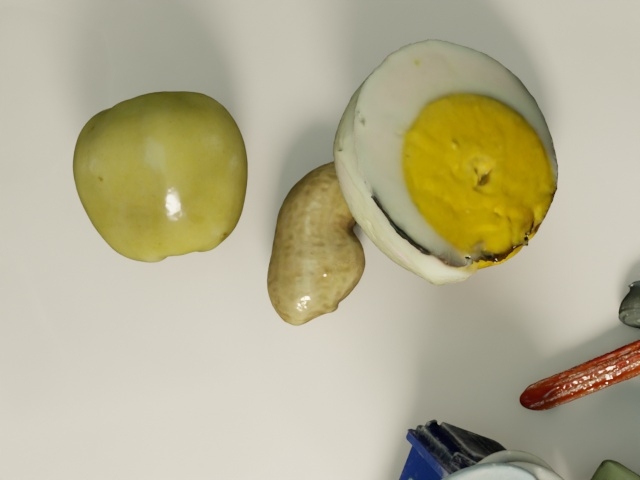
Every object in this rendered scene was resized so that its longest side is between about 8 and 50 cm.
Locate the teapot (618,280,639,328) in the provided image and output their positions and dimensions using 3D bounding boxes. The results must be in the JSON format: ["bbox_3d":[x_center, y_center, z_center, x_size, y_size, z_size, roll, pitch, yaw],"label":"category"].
[{"bbox_3d":[0.449,0.088,1.326,0.088,0.066,0.057,16,66,-7],"label":"teapot"}]

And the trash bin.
[{"bbox_3d":[0.174,0.375,1.280,0.184,0.162,0.234,23,95,-22],"label":"trash bin"}]

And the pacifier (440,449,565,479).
[{"bbox_3d":[0.223,0.388,1.090,0.244,0.233,0.299,-36,117,-5],"label":"pacifier"}]

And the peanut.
[{"bbox_3d":[0.000,0.000,1.408,0.137,0.122,0.253,6,78,4],"label":"peanut"}]

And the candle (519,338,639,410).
[{"bbox_3d":[0.422,0.157,1.309,0.329,0.051,0.048,-25,58,15],"label":"candle"}]

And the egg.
[{"bbox_3d":[0.143,-0.091,1.337,0.337,0.201,0.336,11,65,-26],"label":"egg"}]

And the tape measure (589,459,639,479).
[{"bbox_3d":[0.439,0.363,1.207,0.235,0.207,0.115,31,86,18],"label":"tape measure"}]

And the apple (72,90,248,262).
[{"bbox_3d":[-0.225,-0.096,1.414,0.263,0.262,0.262,-2,81,12],"label":"apple"}]
